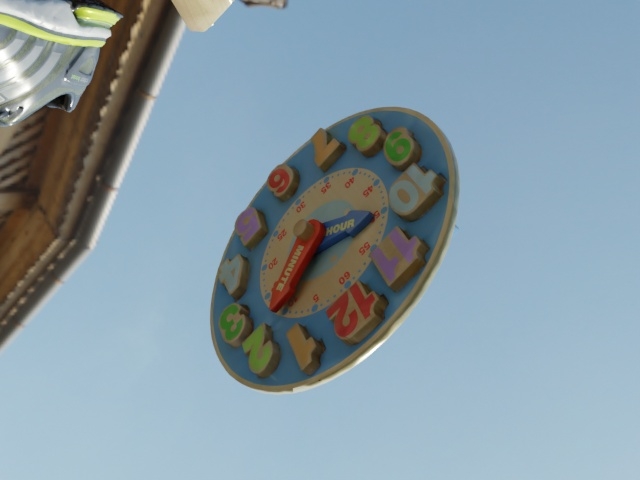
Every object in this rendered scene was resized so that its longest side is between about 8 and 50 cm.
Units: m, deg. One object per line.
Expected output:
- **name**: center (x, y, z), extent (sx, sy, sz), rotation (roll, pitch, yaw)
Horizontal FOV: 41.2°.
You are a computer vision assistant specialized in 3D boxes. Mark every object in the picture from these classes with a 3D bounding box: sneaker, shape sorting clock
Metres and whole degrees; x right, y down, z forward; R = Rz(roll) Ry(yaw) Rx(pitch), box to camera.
- **sneaker**: center (-0.283, -0.151, 0.691), extent (0.111, 0.300, 0.121), rotation (25, -70, 25)
- **shape sorting clock**: center (0.000, 0.000, 0.545), extent (0.206, 0.040, 0.206), rotation (-26, -133, 31)

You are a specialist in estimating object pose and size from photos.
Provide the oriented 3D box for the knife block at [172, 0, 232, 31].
- **knife block**: center (-0.193, -0.409, 1.098), extent (0.275, 0.242, 0.088), rotation (-22, -132, 58)
